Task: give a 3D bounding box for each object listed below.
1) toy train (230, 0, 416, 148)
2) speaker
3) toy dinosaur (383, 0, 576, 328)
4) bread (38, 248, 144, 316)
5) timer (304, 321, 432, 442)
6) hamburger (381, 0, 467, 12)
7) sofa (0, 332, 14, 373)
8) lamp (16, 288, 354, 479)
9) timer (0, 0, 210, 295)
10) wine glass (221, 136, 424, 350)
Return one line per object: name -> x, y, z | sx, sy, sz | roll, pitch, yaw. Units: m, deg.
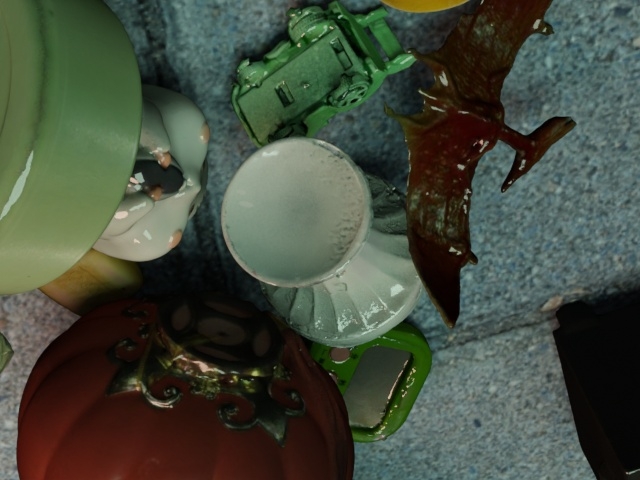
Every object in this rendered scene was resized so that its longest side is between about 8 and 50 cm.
toy train -> -0.002, -0.140, 1.553 | 0.149, 0.099, 0.081 | -40, 157, 20
speaker -> 0.370, 0.173, 1.755 | 0.232, 0.254, 0.184 | -19, 125, -1
toy dinosaur -> 0.144, -0.093, 1.527 | 0.327, 0.113, 0.206 | -50, 124, -22
bread -> -0.214, 0.021, 1.621 | 0.082, 0.056, 0.115 | -31, 148, 15
timer -> 0.036, 0.134, 1.772 | 0.128, 0.047, 0.140 | 13, 120, -20
hamburger -> 0.086, -0.287, 1.461 | 0.173, 0.116, 0.210 | -9, 130, 2
sofa -> -0.399, 0.124, 1.515 | 0.210, 0.176, 0.225 | -12, 160, 15
lamp -> -0.118, 0.178, 1.596 | 0.303, 0.303, 0.257 | 8, 120, -19
timer -> -0.212, -0.075, 1.465 | 0.315, 0.290, 0.291 | 16, 121, -49
wine glass -> 0.000, 0.000, 1.554 | 0.165, 0.165, 0.196 | -31, 163, 7
